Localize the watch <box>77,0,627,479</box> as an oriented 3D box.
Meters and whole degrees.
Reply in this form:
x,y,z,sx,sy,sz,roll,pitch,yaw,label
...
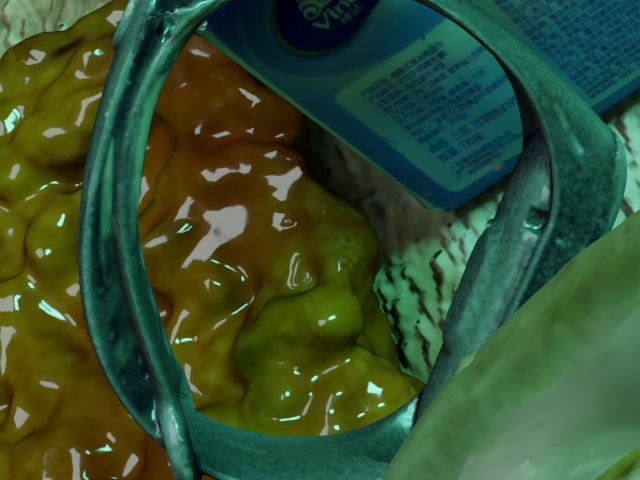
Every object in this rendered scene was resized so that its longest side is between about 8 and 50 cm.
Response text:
x,y,z,sx,sy,sz,roll,pitch,yaw,label
0.000,0.000,0.671,0.068,0.193,0.206,-104,36,-73,watch

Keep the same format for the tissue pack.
x,y,z,sx,sy,sz,roll,pitch,yaw,label
0.089,-0.159,0.747,0.263,0.198,0.146,-33,53,19,tissue pack

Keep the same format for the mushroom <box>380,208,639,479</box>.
x,y,z,sx,sy,sz,roll,pitch,yaw,label
0.145,0.139,0.511,0.362,0.294,0.362,-13,66,30,mushroom

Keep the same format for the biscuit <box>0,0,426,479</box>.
x,y,z,sx,sy,sz,roll,pitch,yaw,label
-0.109,0.051,0.851,0.318,0.110,0.312,-33,57,16,biscuit
